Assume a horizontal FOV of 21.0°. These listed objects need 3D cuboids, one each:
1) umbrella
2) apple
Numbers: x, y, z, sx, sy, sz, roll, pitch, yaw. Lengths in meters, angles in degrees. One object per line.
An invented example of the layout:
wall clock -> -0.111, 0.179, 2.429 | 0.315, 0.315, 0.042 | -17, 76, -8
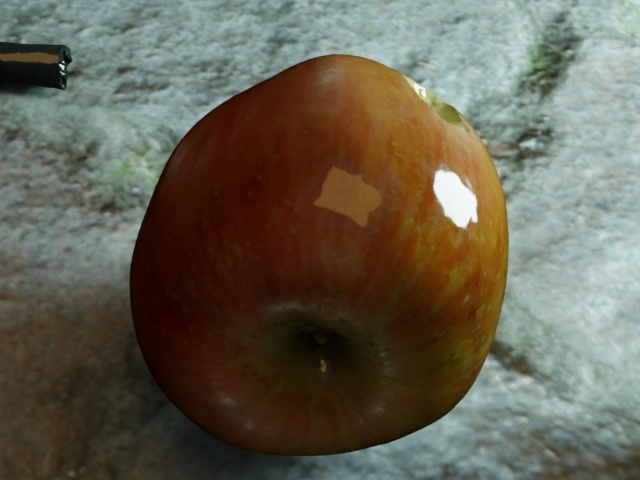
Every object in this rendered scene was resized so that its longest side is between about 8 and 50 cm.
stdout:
umbrella -> -0.253, -0.133, 1.290 | 0.133, 0.031, 0.036 | 3, 34, -5
apple -> 0.000, 0.000, 1.072 | 0.242, 0.242, 0.241 | 5, 40, -5
